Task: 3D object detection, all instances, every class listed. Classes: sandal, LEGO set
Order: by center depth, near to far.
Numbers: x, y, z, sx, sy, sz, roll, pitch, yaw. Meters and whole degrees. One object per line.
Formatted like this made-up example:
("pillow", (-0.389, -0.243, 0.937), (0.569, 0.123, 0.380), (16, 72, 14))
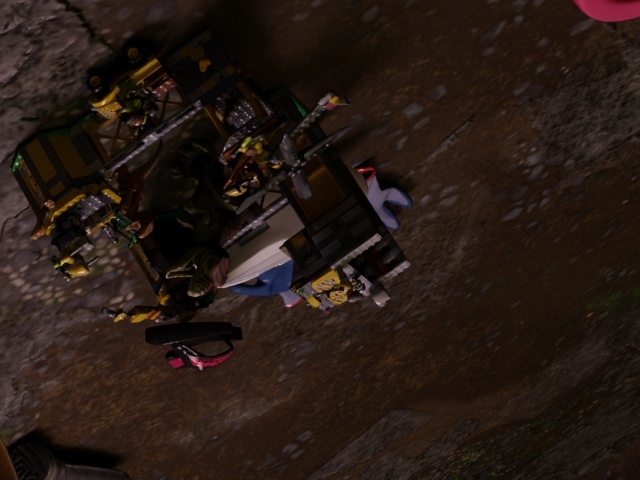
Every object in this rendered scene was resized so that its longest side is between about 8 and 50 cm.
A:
("LEGO set", (-0.072, -0.006, 1.335), (0.255, 0.192, 0.331), (-32, 156, -1))
("sandal", (-0.101, 0.091, 1.422), (0.067, 0.040, 0.179), (-2, 175, 10))

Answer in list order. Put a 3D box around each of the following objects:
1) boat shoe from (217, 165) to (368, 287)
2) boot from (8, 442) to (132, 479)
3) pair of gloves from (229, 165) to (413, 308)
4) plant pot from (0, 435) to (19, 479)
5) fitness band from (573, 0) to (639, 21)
("boat shoe", (-0.037, -0.008, 1.536), (0.184, 0.066, 0.063), (-35, 166, 3))
("boot", (-0.312, 0.289, 1.768), (0.190, 0.076, 0.208), (-32, 163, 3))
("pair of gloves", (0.000, 0.000, 1.643), (0.198, 0.023, 0.159), (-34, 154, 0))
("plant pot", (-0.412, 0.259, 1.436), (0.254, 0.237, 0.237), (-20, 157, 9))
("fitness band", (0.333, -0.296, 1.447), (0.291, 0.054, 0.209), (-29, 155, -11))
